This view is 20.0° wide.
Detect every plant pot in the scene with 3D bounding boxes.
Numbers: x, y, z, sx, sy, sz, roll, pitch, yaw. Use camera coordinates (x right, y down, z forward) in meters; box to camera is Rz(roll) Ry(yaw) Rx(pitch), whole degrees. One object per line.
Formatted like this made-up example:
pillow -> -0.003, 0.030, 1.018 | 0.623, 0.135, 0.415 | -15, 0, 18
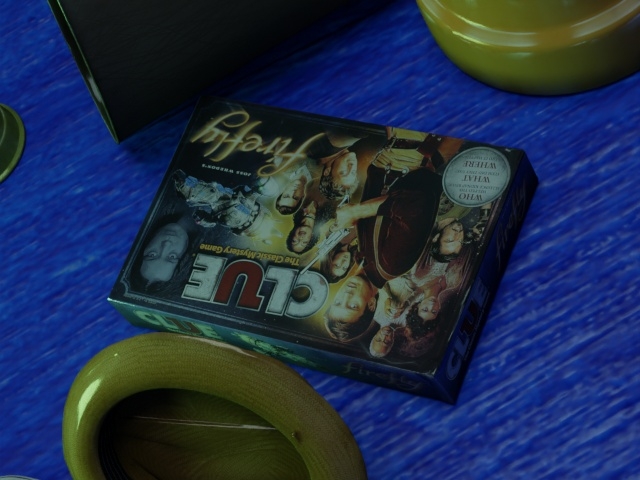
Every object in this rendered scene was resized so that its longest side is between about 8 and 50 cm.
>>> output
plant pot -> -0.269, -0.086, 1.314 | 0.083, 0.079, 0.083 | -10, 58, 16
plant pot -> 0.138, -0.228, 1.163 | 0.205, 0.188, 0.205 | -10, 59, 17

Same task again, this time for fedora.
fedora -> -0.057, 0.121, 1.086 | 0.194, 0.194, 0.079 | -2, 25, 21

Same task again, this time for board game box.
board game box -> 0.000, 0.000, 1.177 | 0.243, 0.042, 0.165 | 11, 67, 27

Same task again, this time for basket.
basket -> -0.075, -0.196, 1.241 | 0.227, 0.204, 0.154 | -26, 49, -6

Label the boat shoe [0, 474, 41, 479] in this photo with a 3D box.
boat shoe -> -0.149, 0.207, 1.102 | 0.219, 0.070, 0.078 | 35, 79, 34
